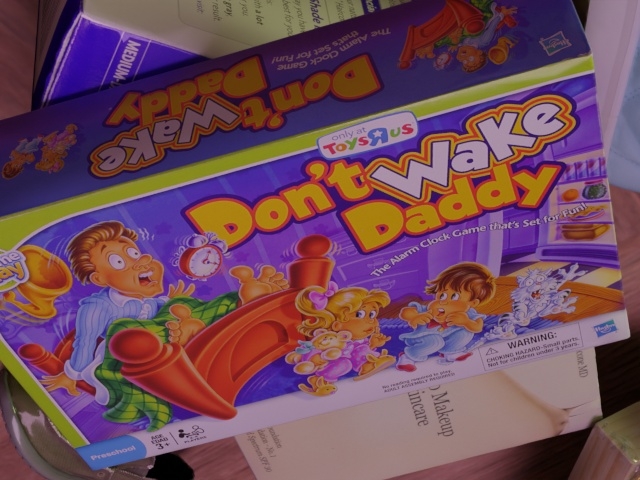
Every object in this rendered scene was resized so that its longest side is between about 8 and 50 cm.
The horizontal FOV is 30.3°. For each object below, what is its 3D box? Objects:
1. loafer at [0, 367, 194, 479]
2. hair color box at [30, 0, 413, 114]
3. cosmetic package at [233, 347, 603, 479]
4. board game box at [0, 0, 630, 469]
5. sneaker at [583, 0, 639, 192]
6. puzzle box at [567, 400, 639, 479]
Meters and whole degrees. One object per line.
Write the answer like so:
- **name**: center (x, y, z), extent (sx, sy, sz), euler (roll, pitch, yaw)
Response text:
- **loafer**: center (-0.199, 0.178, 1.075), extent (0.087, 0.094, 0.251), euler (-33, 137, 5)
- **hair color box**: center (-0.004, -0.106, 0.748), extent (0.339, 0.185, 0.110), euler (13, 131, -22)
- **cosmetic package**: center (0.078, 0.115, 1.037), extent (0.309, 0.113, 0.160), euler (-15, 136, 6)
- **board game box**: center (-0.015, 0.003, 0.668), extent (0.347, 0.078, 0.233), euler (-15, 138, 8)
- **sneaker**: center (0.252, -0.163, 0.747), extent (0.150, 0.135, 0.366), euler (16, 149, 14)
- **puzzle box**: center (0.336, 0.275, 1.209), extent (0.272, 0.052, 0.409), euler (-21, 142, -27)
